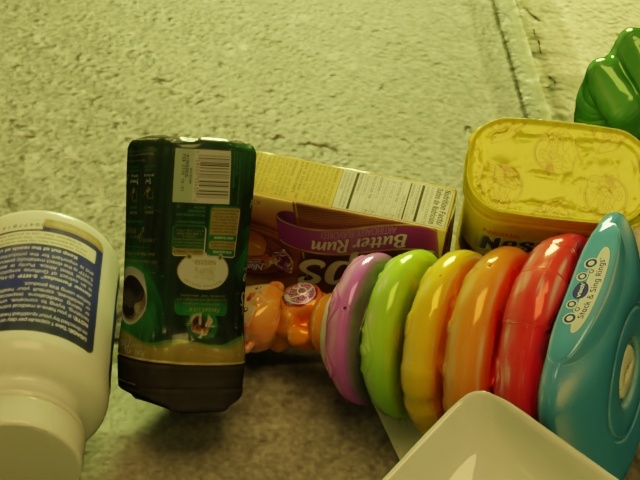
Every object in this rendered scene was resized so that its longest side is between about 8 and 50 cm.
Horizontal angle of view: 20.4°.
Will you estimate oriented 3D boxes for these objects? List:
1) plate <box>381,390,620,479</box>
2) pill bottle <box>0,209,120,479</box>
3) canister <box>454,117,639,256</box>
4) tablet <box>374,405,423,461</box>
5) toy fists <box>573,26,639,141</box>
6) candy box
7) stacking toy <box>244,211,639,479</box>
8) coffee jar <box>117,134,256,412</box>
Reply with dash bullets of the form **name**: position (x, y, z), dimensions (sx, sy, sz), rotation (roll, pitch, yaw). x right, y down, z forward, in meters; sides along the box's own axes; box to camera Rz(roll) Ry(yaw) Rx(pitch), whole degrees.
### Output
- **plate**: position (0.096, 0.248, 0.987), dimensions (0.278, 0.045, 0.277), rotation (-45, 49, -14)
- **pill bottle**: position (-0.193, 0.079, 1.185), dimensions (0.112, 0.112, 0.186), rotation (2, 42, -3)
- **canister**: position (0.160, -0.018, 1.274), dimensions (0.126, 0.170, 0.073), rotation (6, 70, 2)
- **tablet**: position (0.068, 0.120, 1.241), dimensions (0.054, 0.006, 0.083), rotation (-10, 45, -16)
- **toy fists**: position (0.338, -0.114, 1.420), dimensions (0.279, 0.142, 0.096), rotation (-4, 43, -8)
- **candy box**: position (0.000, 0.000, 1.291), dimensions (0.187, 0.109, 0.053), rotation (12, 43, 7)
- **stacking toy**: position (0.064, 0.065, 1.209), dimensions (0.302, 0.165, 0.175), rotation (8, 50, 24)
- **coffee jar**: position (-0.091, 0.023, 1.199), dimensions (0.079, 0.184, 0.096), rotation (3, 1, -25)
